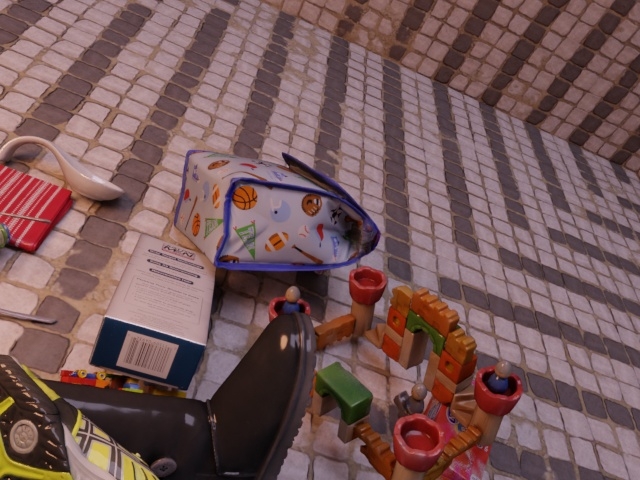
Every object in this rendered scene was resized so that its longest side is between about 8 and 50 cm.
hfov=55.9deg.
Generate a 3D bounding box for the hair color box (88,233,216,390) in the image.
[{"bbox_3d":[-0.300,0.121,1.139,0.174,0.105,0.347,20,20,-14],"label":"hair color box"}]

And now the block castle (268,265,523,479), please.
[{"bbox_3d":[0.132,0.234,1.174,0.303,0.212,0.453,-18,40,-33],"label":"block castle"}]

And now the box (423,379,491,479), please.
[{"bbox_3d":[0.277,0.411,1.261,0.128,0.122,0.257,35,38,8],"label":"box"}]

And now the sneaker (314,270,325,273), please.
[{"bbox_3d":[0.000,0.000,1.568,0.105,0.095,0.236,26,33,5],"label":"sneaker"}]

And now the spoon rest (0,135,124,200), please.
[{"bbox_3d":[-0.575,-0.165,1.359,0.276,0.084,0.137,22,2,-8],"label":"spoon rest"}]

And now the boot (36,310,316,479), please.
[{"bbox_3d":[-0.259,0.250,0.926,0.445,0.367,0.146,13,11,-20],"label":"boot"}]

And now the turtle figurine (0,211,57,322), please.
[{"bbox_3d":[-0.626,0.029,1.036,0.275,0.197,0.266,42,34,18],"label":"turtle figurine"}]

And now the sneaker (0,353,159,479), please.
[{"bbox_3d":[-0.311,0.300,0.760,0.385,0.145,0.147,45,4,12],"label":"sneaker"}]

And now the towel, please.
[{"bbox_3d":[-0.686,-0.086,1.261,0.275,0.031,0.198,22,39,-10],"label":"towel"}]

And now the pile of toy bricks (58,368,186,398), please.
[{"bbox_3d":[-0.350,0.284,1.034,0.212,0.118,0.105,19,68,-38],"label":"pile of toy bricks"}]

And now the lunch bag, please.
[{"bbox_3d":[-0.096,-0.071,1.384,0.386,0.238,0.328,7,15,-30],"label":"lunch bag"}]
